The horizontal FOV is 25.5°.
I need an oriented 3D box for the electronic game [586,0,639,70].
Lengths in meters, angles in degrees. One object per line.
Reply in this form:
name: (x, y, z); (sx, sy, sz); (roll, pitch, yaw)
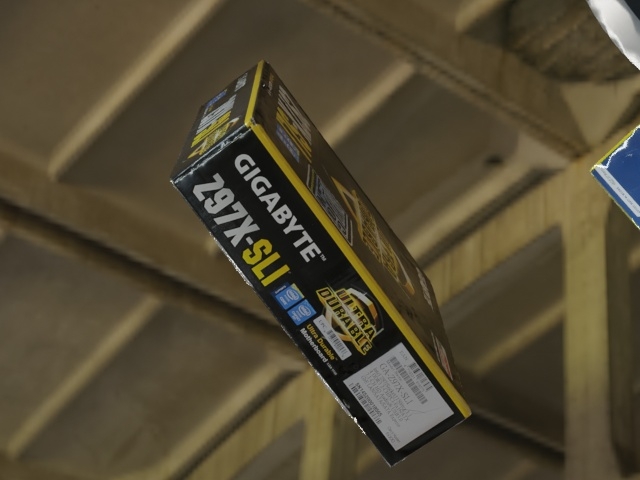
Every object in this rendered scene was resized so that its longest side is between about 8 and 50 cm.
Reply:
electronic game: (0.196, -0.149, 0.537); (0.229, 0.229, 0.048); (-21, 2, 36)

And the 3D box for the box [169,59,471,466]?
box: (0.000, 0.000, 1.098); (0.079, 0.322, 0.257); (-37, -79, 8)

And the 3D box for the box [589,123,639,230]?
box: (0.209, -0.063, 0.647); (0.169, 0.059, 0.054); (-44, -29, 14)
